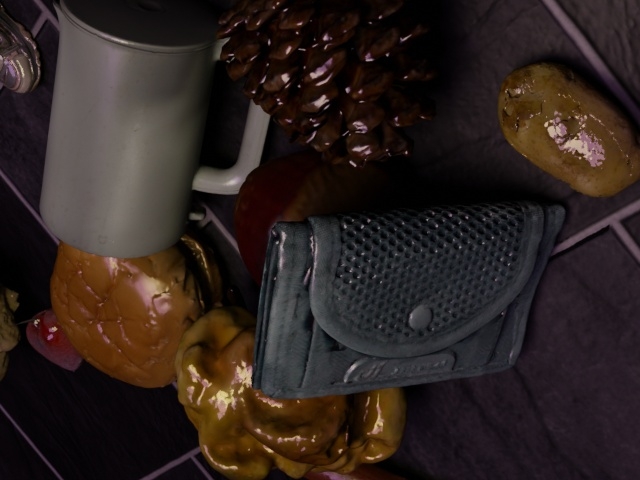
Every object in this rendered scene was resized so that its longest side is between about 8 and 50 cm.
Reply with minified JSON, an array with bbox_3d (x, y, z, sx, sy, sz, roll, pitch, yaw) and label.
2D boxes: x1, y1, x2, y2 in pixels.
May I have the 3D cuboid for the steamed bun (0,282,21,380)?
[{"bbox_3d":[-0.654,0.124,1.595,0.295,0.137,0.292,-36,93,35],"label":"steamed bun"}]

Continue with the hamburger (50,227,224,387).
[{"bbox_3d":[-0.293,0.076,1.315,0.318,0.158,0.318,16,123,27],"label":"hamburger"}]

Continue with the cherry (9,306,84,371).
[{"bbox_3d":[-0.462,0.165,1.522,0.106,0.087,0.126,4,137,24],"label":"cherry"}]

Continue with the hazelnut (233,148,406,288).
[{"bbox_3d":[0.000,0.000,1.055,0.229,0.229,0.229,16,124,25],"label":"hazelnut"}]

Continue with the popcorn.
[{"bbox_3d":[-0.064,0.215,1.170,0.297,0.281,0.316,29,166,-29],"label":"popcorn"}]

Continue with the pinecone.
[{"bbox_3d":[0.017,-0.200,0.902,0.224,0.224,0.272,-21,115,39],"label":"pinecone"}]

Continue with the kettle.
[{"bbox_3d":[-0.223,-0.145,1.111,0.265,0.205,0.318,31,126,18],"label":"kettle"}]

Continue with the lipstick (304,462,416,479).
[{"bbox_3d":[0.119,0.379,1.277,0.418,0.077,0.077,19,125,25],"label":"lipstick"}]

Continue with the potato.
[{"bbox_3d":[0.257,-0.114,0.897,0.170,0.080,0.107,42,144,3],"label":"potato"}]

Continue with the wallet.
[{"bbox_3d":[0.101,0.070,0.962,0.075,0.342,0.237,-121,34,-51],"label":"wallet"}]

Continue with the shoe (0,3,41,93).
[{"bbox_3d":[-0.493,-0.290,1.270,0.089,0.092,0.180,-33,96,40],"label":"shoe"}]
